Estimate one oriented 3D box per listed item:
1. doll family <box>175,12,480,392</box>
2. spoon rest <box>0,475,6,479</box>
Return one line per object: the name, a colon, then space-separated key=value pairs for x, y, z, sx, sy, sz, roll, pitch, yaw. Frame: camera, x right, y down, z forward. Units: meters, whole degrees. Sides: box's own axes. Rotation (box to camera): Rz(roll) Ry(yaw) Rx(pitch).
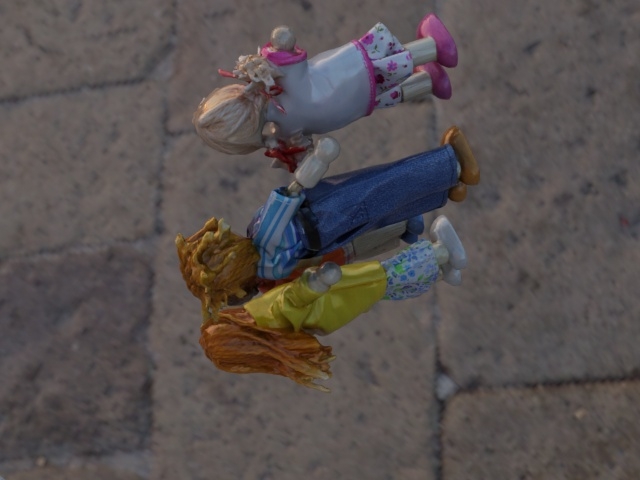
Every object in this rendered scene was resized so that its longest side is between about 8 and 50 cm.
doll family: x=0.000 y=0.000 z=0.864 sx=0.163 sy=0.263 sz=0.118 roll=-20 pitch=63 yaw=-14
spoon rest: x=-0.258 y=0.119 z=1.008 sx=0.276 sy=0.084 sz=0.137 roll=39 pitch=57 yaw=-8
